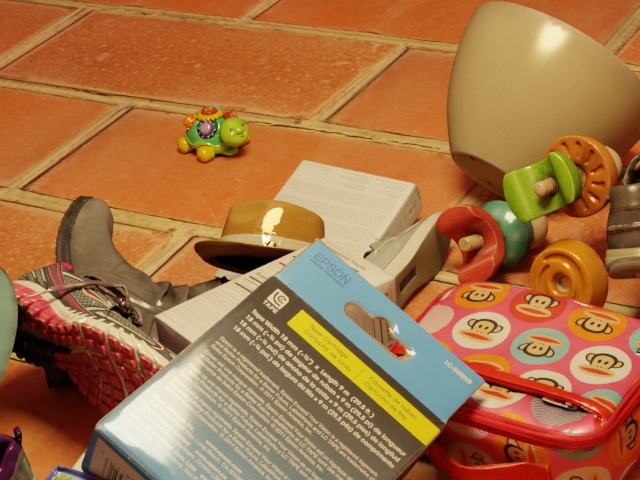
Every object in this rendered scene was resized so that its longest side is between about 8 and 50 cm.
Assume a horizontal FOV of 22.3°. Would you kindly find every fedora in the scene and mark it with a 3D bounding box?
[{"bbox_3d":[-0.057,-0.003,2.004,0.194,0.079,0.194,6,-13,1],"label":"fedora"}]

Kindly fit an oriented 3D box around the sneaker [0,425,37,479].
[{"bbox_3d":[-0.404,0.272,1.696,0.224,0.098,0.083,-27,35,-31],"label":"sneaker"}]

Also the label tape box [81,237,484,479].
[{"bbox_3d":[-0.033,0.187,1.626,0.241,0.106,0.334,41,54,13],"label":"label tape box"}]

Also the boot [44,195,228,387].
[{"bbox_3d":[-0.218,0.065,2.029,0.223,0.118,0.338,-3,41,1],"label":"boot"}]

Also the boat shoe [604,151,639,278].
[{"bbox_3d":[0.434,-0.046,1.961,0.132,0.130,0.355,-4,9,25],"label":"boat shoe"}]

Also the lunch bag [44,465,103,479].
[{"bbox_3d":[-0.208,0.306,1.563,0.151,0.128,0.096,12,39,27],"label":"lunch bag"}]

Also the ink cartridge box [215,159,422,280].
[{"bbox_3d":[0.000,0.000,2.157,0.189,0.066,0.232,14,57,32],"label":"ink cartridge box"}]

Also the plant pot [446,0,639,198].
[{"bbox_3d":[0.279,-0.160,2.182,0.284,0.284,0.191,25,78,43],"label":"plant pot"}]

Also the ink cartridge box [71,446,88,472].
[{"bbox_3d":[-0.200,0.246,1.740,0.099,0.056,0.135,5,31,21],"label":"ink cartridge box"}]

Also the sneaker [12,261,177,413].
[{"bbox_3d":[-0.242,0.099,1.806,0.299,0.120,0.112,27,45,35],"label":"sneaker"}]

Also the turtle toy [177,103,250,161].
[{"bbox_3d":[-0.154,-0.165,2.440,0.095,0.066,0.130,-28,35,-32],"label":"turtle toy"}]

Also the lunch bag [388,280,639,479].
[{"bbox_3d":[0.208,0.168,1.738,0.293,0.120,0.258,14,40,34],"label":"lunch bag"}]

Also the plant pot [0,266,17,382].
[{"bbox_3d":[-0.500,0.109,1.767,0.290,0.195,0.290,-26,46,31],"label":"plant pot"}]

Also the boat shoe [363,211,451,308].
[{"bbox_3d":[0.088,0.027,2.037,0.081,0.079,0.227,16,40,28],"label":"boat shoe"}]

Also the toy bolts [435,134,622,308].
[{"bbox_3d":[0.285,-0.005,2.010,0.158,0.218,0.228,-16,-4,-46],"label":"toy bolts"}]

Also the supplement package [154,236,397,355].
[{"bbox_3d":[-0.043,0.118,1.848,0.244,0.139,0.134,-24,35,-29],"label":"supplement package"}]
